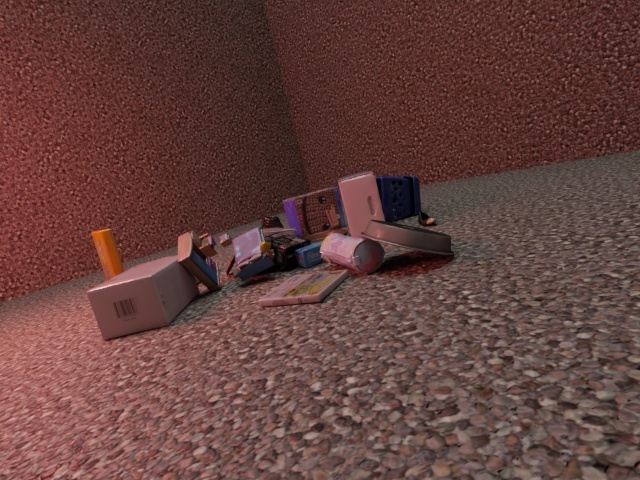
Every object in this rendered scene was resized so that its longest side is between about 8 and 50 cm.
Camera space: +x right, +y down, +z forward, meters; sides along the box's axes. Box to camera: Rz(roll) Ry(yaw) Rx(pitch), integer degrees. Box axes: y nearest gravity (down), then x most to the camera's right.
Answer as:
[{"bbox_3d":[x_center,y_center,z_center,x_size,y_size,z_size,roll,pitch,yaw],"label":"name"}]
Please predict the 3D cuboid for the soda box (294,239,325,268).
[{"bbox_3d":[0.009,0.042,1.648,0.209,0.071,0.067,-19,13,-29],"label":"soda box"}]

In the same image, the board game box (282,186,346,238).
[{"bbox_3d":[-0.032,-0.151,2.352,0.290,0.232,0.141,-20,12,-29],"label":"board game box"}]

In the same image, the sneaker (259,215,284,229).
[{"bbox_3d":[-0.369,-0.067,2.614,0.295,0.147,0.104,-15,11,1],"label":"sneaker"}]

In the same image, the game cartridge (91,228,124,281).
[{"bbox_3d":[-0.875,0.113,1.761,0.052,0.324,0.285,-17,9,-33],"label":"game cartridge"}]

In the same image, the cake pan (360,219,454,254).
[{"bbox_3d":[0.271,-0.014,1.306,0.292,0.054,0.293,10,7,-1],"label":"cake pan"}]

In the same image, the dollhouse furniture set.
[{"bbox_3d":[-0.351,-0.005,1.594,0.303,0.198,0.287,-26,44,5],"label":"dollhouse furniture set"}]

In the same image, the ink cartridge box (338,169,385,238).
[{"bbox_3d":[0.193,-0.177,2.008,0.166,0.286,0.395,-15,9,5],"label":"ink cartridge box"}]

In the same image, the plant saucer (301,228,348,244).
[{"bbox_3d":[0.000,0.000,2.009,0.277,0.041,0.278,-14,9,2],"label":"plant saucer"}]

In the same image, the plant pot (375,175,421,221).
[{"bbox_3d":[0.403,-0.232,2.224,0.211,0.236,0.236,-8,10,-4],"label":"plant pot"}]

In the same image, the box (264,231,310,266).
[{"bbox_3d":[-0.153,0.032,1.699,0.180,0.078,0.147,14,22,37],"label":"box"}]

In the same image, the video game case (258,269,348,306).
[{"bbox_3d":[-0.046,0.144,1.283,0.206,0.026,0.227,-9,10,27],"label":"video game case"}]

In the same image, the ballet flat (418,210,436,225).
[{"bbox_3d":[0.466,-0.097,1.863,0.057,0.049,0.173,-15,10,-3],"label":"ballet flat"}]

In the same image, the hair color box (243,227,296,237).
[{"bbox_3d":[-0.248,0.003,2.013,0.185,0.114,0.374,-7,4,-18],"label":"hair color box"}]

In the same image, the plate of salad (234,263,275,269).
[{"bbox_3d":[-0.256,0.104,1.747,0.199,0.048,0.200,-13,8,2],"label":"plate of salad"}]

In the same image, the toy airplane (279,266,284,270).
[{"bbox_3d":[-0.121,0.086,1.717,0.151,0.028,0.151,-12,10,2],"label":"toy airplane"}]

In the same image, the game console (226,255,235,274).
[{"bbox_3d":[-0.339,0.097,1.807,0.124,0.085,0.144,-66,8,-22],"label":"game console"}]

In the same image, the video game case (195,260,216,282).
[{"bbox_3d":[-0.638,0.167,1.897,0.274,0.035,0.248,-10,15,15],"label":"video game case"}]

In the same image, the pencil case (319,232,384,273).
[{"bbox_3d":[0.099,0.039,1.409,0.124,0.114,0.273,-4,5,-24],"label":"pencil case"}]

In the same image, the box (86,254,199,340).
[{"bbox_3d":[-0.584,0.177,1.440,0.214,0.169,0.345,-14,10,3],"label":"box"}]
